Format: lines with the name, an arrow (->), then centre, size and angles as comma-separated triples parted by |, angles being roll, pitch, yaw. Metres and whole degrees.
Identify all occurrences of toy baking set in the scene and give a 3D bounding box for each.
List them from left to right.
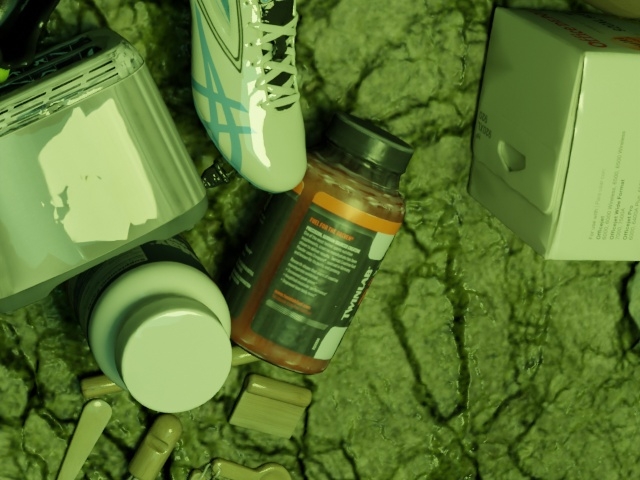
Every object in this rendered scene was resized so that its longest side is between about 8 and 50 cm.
toy baking set -> -0.127, 0.182, 1.381 | 0.256, 0.030, 0.196 | -8, 112, -16

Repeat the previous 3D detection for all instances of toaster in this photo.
toaster -> -0.186, -0.058, 1.220 | 0.227, 0.129, 0.146 | -25, 113, -9

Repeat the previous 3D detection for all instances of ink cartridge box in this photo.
ink cartridge box -> 0.262, -0.086, 1.333 | 0.233, 0.171, 0.168 | 0, 109, -19

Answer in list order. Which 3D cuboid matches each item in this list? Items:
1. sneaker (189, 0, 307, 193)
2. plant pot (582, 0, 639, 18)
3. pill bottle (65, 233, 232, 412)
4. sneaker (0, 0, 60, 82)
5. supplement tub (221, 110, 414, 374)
sneaker -> -0.050, -0.149, 1.226 | 0.085, 0.086, 0.237 | -21, 102, -41
plant pot -> 0.209, -0.283, 1.218 | 0.263, 0.263, 0.229 | -48, 133, 3
pill bottle -> -0.126, 0.057, 1.252 | 0.108, 0.180, 0.108 | -6, 112, -16
sneaker -> -0.190, -0.218, 1.160 | 0.084, 0.097, 0.234 | 3, 120, -46
supplement tub -> 0.000, 0.000, 1.314 | 0.106, 0.106, 0.198 | 22, 102, -24
